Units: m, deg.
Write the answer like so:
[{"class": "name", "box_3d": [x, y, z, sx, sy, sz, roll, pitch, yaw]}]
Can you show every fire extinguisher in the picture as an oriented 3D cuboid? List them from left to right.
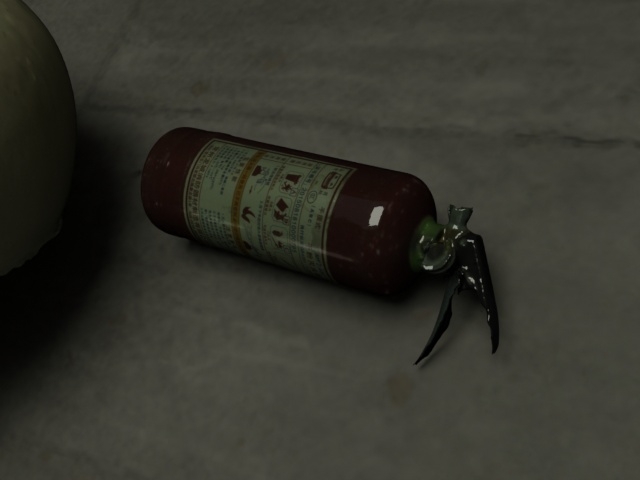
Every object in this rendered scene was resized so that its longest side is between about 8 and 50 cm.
[{"class": "fire extinguisher", "box_3d": [0.000, 0.000, 0.458, 0.231, 0.071, 0.099, 17, 98, 29]}]

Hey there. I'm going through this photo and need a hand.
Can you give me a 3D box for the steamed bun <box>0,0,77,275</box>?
[{"class": "steamed bun", "box_3d": [-0.314, -0.072, 0.473, 0.324, 0.206, 0.324, -9, 22, 4]}]
